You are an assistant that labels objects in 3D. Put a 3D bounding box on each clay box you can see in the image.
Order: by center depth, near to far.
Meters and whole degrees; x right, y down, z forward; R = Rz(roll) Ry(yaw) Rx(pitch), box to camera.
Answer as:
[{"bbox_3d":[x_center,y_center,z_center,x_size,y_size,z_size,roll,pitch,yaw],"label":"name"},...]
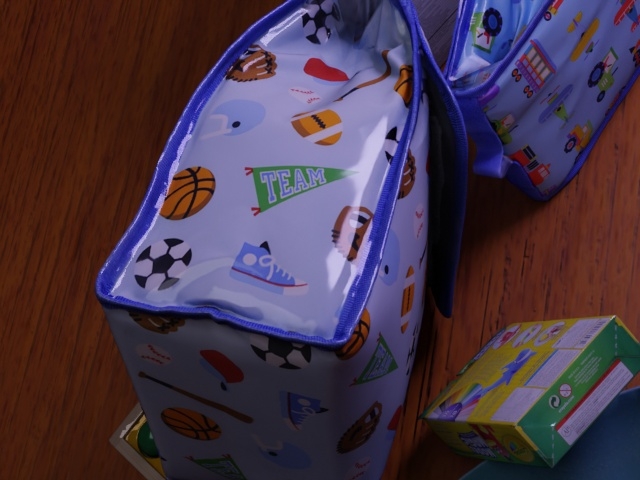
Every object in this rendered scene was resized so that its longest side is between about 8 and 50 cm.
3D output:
[{"bbox_3d":[0.173,0.127,1.184,0.127,0.222,0.053,-44,97,-16],"label":"clay box"}]

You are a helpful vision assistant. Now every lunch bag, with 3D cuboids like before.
[{"bbox_3d":[0.000,0.000,1.196,0.238,0.328,0.385,11,55,11],"label":"lunch bag"},{"bbox_3d":[0.216,-0.184,1.275,0.138,0.221,0.293,17,76,32],"label":"lunch bag"}]

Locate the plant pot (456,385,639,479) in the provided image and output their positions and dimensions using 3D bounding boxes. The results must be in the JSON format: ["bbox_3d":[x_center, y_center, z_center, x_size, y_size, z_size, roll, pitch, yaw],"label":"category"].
[{"bbox_3d":[0.233,0.258,1.064,0.290,0.290,0.195,-28,93,13],"label":"plant pot"}]

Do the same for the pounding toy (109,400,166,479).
[{"bbox_3d":[-0.070,0.171,1.334,0.181,0.094,0.206,36,87,34],"label":"pounding toy"}]

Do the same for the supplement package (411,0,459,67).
[{"bbox_3d":[0.066,-0.341,1.395,0.198,0.262,0.199,-48,57,0],"label":"supplement package"}]
